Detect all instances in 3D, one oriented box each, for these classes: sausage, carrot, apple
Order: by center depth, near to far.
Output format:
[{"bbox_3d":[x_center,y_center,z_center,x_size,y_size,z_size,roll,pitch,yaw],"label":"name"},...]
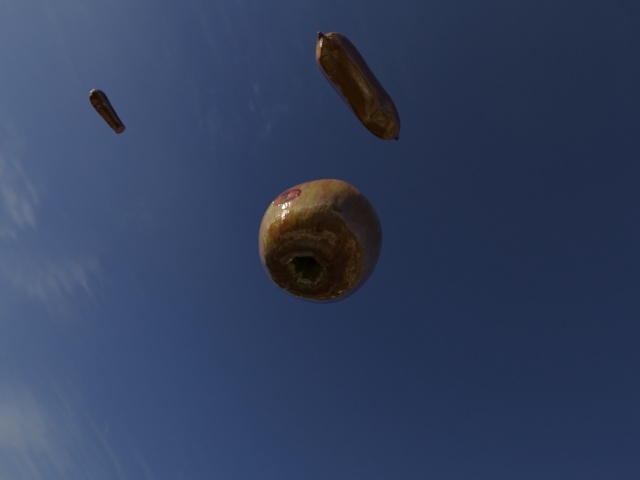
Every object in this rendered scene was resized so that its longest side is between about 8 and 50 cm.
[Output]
[{"bbox_3d":[0.052,-0.209,0.628,0.183,0.062,0.054,43,-11,-30],"label":"sausage"},{"bbox_3d":[0.000,0.000,0.788,0.210,0.188,0.211,8,-50,10],"label":"apple"},{"bbox_3d":[-0.389,-0.235,0.836,0.093,0.032,0.032,53,-53,8],"label":"carrot"}]
